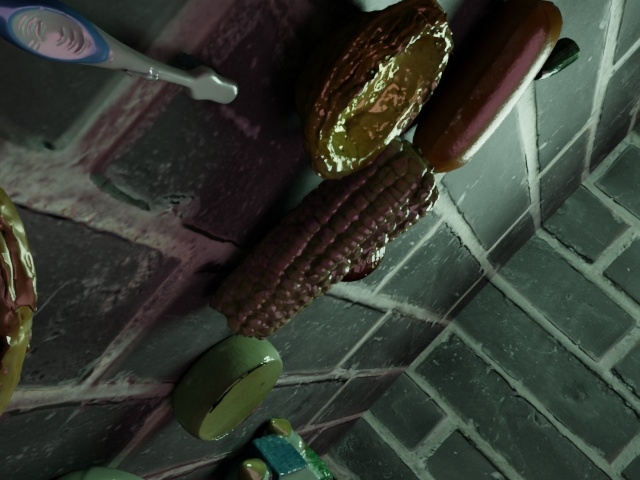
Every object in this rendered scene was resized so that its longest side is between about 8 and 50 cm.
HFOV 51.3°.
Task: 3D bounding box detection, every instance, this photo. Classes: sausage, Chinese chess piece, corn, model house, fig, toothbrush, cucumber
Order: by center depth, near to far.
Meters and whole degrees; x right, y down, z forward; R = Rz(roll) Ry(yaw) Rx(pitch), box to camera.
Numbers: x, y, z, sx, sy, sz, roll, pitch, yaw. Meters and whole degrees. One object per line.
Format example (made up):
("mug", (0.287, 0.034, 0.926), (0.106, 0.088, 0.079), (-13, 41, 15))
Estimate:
("toothbrush", (-0.170, -0.127, 0.396), (0.040, 0.040, 0.386), (-53, 158, 19))
("corn", (-0.001, -0.001, 0.838), (0.335, 0.126, 0.127), (-40, 161, 8))
("sausage", (0.225, -0.210, 0.921), (0.105, 0.105, 0.274), (-11, 141, -57))
("fig", (0.023, -0.013, 0.943), (0.119, 0.153, 0.119), (-27, -160, 11))
("Chinese chess piece", (-0.147, 0.231, 1.064), (0.188, 0.083, 0.188), (-38, 155, -21))
("cucumber", (0.394, -0.308, 1.143), (0.105, 0.048, 0.048), (-34, 157, -24))
("model house", (-0.148, 0.543, 1.563), (0.267, 0.194, 0.325), (-39, 145, -12))

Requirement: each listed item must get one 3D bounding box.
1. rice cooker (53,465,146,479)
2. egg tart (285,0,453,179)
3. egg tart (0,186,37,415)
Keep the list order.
("rice cooker", (-0.322, 0.500, 0.912), (0.325, 0.335, 0.335), (-49, 159, 8))
("egg tart", (0.047, -0.161, 0.682), (0.213, 0.090, 0.212), (-37, 159, -17))
("egg tart", (-0.291, 0.032, 0.322), (0.291, 0.107, 0.290), (-16, 116, -36))
